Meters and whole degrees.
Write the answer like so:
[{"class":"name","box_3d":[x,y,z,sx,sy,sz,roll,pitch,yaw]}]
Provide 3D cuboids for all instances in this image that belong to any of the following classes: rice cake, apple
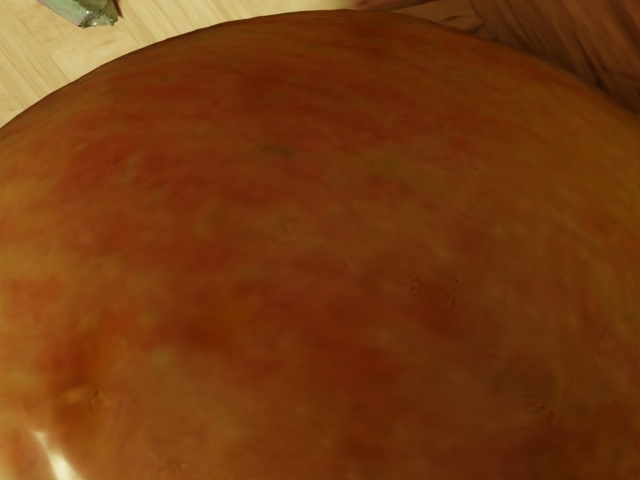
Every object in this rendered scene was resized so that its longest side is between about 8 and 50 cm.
[{"class":"rice cake","box_3d":[-0.227,-0.207,0.907,0.208,0.033,0.033,32,147,30]},{"class":"apple","box_3d":[0.017,0.096,0.530,0.346,0.391,0.391,-3,134,31]}]
